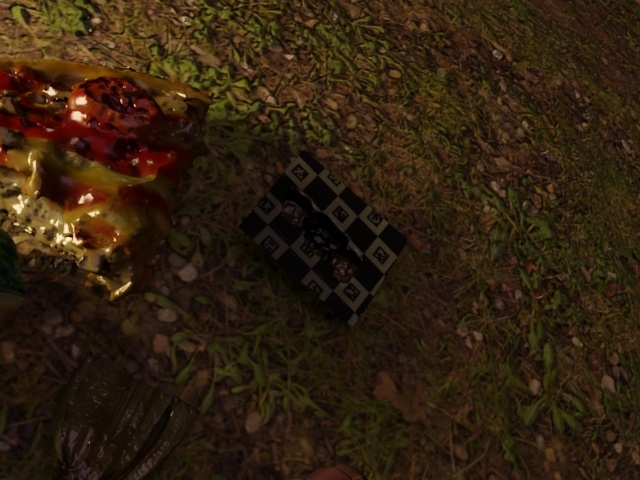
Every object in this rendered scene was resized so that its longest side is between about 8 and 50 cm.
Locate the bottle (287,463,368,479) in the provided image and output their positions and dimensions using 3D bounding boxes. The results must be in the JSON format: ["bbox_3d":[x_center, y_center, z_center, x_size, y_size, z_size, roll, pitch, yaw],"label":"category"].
[{"bbox_3d":[-0.037,0.325,0.768,0.233,0.110,0.110,-19,71,-38],"label":"bottle"}]

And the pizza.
[{"bbox_3d":[-0.264,-0.102,0.850,0.439,0.130,0.406,-9,46,-36],"label":"pizza"}]

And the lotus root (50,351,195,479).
[{"bbox_3d":[-0.229,0.211,0.755,0.143,0.070,0.144,38,44,-11],"label":"lotus root"}]

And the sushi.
[{"bbox_3d":[0.000,0.000,1.038,0.215,0.050,0.192,42,52,-7],"label":"sushi"}]

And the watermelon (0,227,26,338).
[{"bbox_3d":[-0.461,0.041,0.691,0.305,0.224,0.180,-6,108,-30],"label":"watermelon"}]
